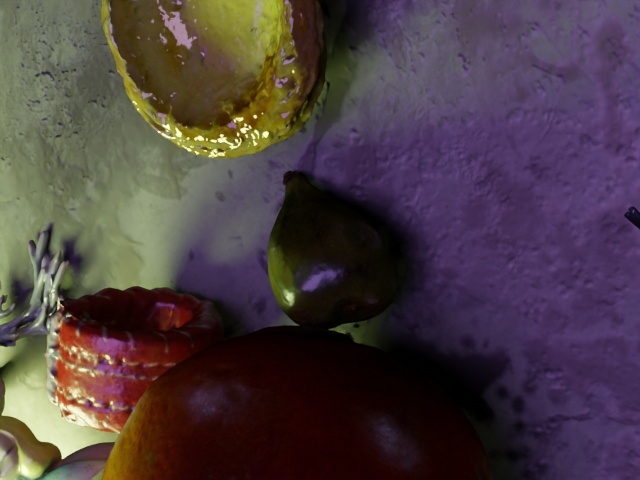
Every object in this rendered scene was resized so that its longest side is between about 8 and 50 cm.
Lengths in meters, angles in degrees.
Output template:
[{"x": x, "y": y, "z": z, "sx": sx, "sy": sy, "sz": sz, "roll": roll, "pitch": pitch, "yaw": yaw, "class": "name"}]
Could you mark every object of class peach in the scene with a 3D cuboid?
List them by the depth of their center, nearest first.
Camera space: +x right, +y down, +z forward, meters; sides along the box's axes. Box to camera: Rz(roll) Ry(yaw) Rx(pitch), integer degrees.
[{"x": -0.023, "y": 0.245, "z": 1.778, "sx": 0.405, "sy": 0.335, "sz": 0.310, "roll": 0, "pitch": 62, "yaw": 16, "class": "peach"}]

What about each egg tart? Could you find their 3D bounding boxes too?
[{"x": -0.097, "y": -0.232, "z": 1.841, "sx": 0.294, "sy": 0.123, "sz": 0.294, "roll": 9, "pitch": 106, "yaw": 32, "class": "egg tart"}]

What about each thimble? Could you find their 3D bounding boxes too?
[{"x": -0.198, "y": 0.130, "z": 1.939, "sx": 0.163, "sy": 0.189, "sz": 0.125, "roll": 27, "pitch": 116, "yaw": 49, "class": "thimble"}]

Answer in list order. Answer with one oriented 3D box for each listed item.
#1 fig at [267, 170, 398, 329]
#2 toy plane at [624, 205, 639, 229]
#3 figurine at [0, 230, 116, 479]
[{"x": 0.011, "y": 0.013, "z": 1.858, "sx": 0.133, "sy": 0.185, "sz": 0.126, "roll": -33, "pitch": 122, "yaw": 18, "class": "fig"}, {"x": 0.346, "y": 0.014, "z": 1.678, "sx": 0.037, "sy": 0.060, "sz": 0.145, "roll": -32, "pitch": 99, "yaw": 31, "class": "toy plane"}, {"x": -0.353, "y": 0.172, "z": 2.052, "sx": 0.315, "sy": 0.206, "sz": 0.284, "roll": 40, "pitch": 123, "yaw": 9, "class": "figurine"}]
